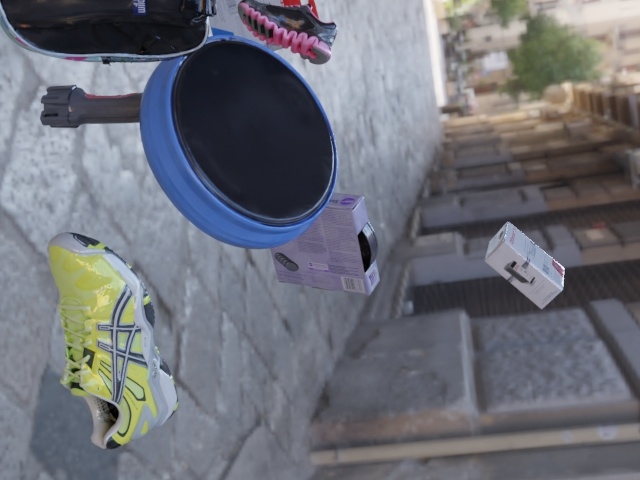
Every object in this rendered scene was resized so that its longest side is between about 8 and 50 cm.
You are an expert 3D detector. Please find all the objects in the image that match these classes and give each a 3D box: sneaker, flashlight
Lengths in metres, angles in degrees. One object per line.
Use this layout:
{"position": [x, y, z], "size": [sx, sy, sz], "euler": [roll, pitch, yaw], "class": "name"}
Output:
{"position": [-0.034, -0.246, 1.093], "size": [0.057, 0.119, 0.047], "euler": [-64, -178, -17], "class": "sneaker"}
{"position": [-0.349, 0.168, 1.564], "size": [0.147, 0.145, 0.385], "euler": [-42, 121, -44], "class": "sneaker"}
{"position": [-0.384, -0.270, 1.898], "size": [0.103, 0.304, 0.103], "euler": [17, 74, -80], "class": "flashlight"}

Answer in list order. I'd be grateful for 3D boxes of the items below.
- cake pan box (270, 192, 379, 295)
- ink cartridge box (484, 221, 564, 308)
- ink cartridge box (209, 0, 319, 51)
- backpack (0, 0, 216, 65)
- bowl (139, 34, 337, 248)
{"position": [0.000, 0.000, 2.247], "size": [0.070, 0.266, 0.246], "euler": [-53, 139, -42], "class": "cake pan box"}
{"position": [0.360, 0.042, 1.713], "size": [0.135, 0.056, 0.099], "euler": [40, 26, -2], "class": "ink cartridge box"}
{"position": [-0.122, -0.481, 2.112], "size": [0.078, 0.231, 0.134], "euler": [43, 32, -84], "class": "ink cartridge box"}
{"position": [-0.278, -0.329, 1.191], "size": [0.191, 0.253, 0.225], "euler": [-154, -122, -62], "class": "backpack"}
{"position": [-0.128, -0.178, 1.701], "size": [0.391, 0.077, 0.391], "euler": [19, 60, -35], "class": "bowl"}
